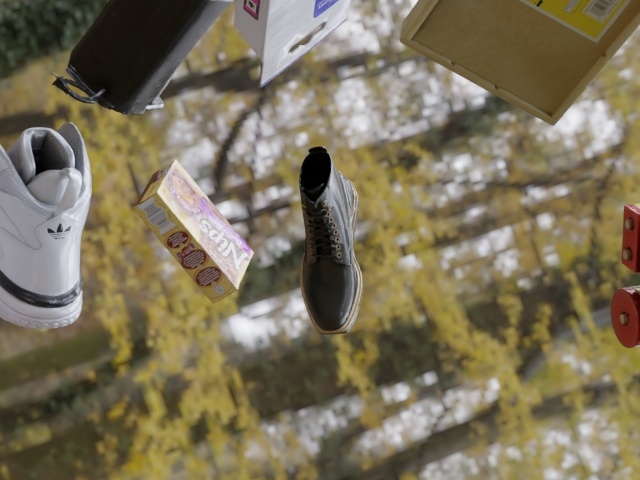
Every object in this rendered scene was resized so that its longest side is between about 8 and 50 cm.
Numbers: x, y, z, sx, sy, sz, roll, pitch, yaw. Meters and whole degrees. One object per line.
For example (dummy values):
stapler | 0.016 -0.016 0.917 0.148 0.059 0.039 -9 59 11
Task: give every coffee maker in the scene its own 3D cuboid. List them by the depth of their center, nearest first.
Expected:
coffee maker | -0.188 -0.233 1.795 0.120 0.178 0.171 35 23 -7

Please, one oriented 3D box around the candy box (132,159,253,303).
candy box | -0.181 -0.013 2.327 0.187 0.053 0.109 50 27 -16

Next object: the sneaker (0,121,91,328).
sneaker | -0.379 -0.067 1.949 0.366 0.137 0.210 42 -54 43

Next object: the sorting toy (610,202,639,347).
sorting toy | 0.497 0.077 2.282 0.257 0.089 0.255 -132 -142 -63

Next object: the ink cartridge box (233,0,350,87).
ink cartridge box | -0.021 -0.357 2.007 0.069 0.176 0.371 40 -27 18

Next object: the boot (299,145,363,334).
boot | 0.000 0.000 1.888 0.137 0.077 0.198 58 27 -67

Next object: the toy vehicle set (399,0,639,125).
toy vehicle set | 0.206 -0.232 1.390 0.267 0.166 0.035 -52 -165 39
